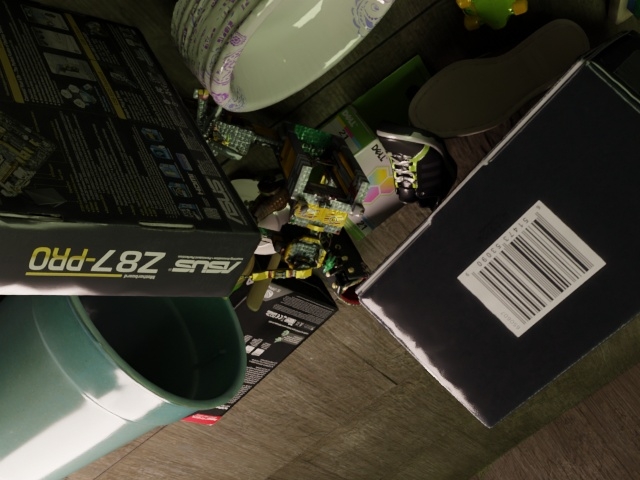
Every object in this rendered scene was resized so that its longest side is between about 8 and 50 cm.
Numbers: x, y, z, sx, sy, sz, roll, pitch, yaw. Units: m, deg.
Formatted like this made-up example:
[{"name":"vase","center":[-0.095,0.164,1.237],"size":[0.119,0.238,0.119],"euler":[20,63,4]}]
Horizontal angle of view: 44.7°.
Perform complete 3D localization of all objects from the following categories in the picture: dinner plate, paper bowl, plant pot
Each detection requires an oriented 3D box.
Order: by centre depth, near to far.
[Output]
[{"name":"paper bowl","center":[-0.045,-0.290,0.879],"size":[0.284,0.148,0.284],"euler":[-38,172,-6]},{"name":"plant pot","center":[-0.342,0.170,1.127],"size":[0.334,0.341,0.341],"euler":[-37,144,20]},{"name":"dinner plate","center":[-0.106,-0.032,1.219],"size":[0.141,0.017,0.141],"euler":[10,126,13]}]

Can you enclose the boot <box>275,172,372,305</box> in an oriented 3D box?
[{"name":"boot","center":[0.002,-0.001,1.273],"size":[0.085,0.179,0.236],"euler":[-39,144,9]}]

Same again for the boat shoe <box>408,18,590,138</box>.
[{"name":"boat shoe","center":[0.272,-0.243,1.232],"size":[0.324,0.117,0.097],"euler":[-30,180,-13]}]

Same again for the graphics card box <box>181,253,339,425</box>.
[{"name":"graphics card box","center":[-0.171,0.188,1.443],"size":[0.371,0.094,0.232],"euler":[-43,142,17]}]

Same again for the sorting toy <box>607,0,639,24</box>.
[{"name":"sorting toy","center":[0.582,-0.450,1.186],"size":[0.255,0.089,0.257],"euler":[-36,160,5]}]

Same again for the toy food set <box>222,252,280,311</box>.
[{"name":"toy food set","center":[-0.162,0.021,1.184],"size":[0.192,0.132,0.038],"euler":[35,139,-11]}]

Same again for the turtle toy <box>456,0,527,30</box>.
[{"name":"turtle toy","center":[0.250,-0.353,1.136],"size":[0.095,0.066,0.130],"euler":[-15,150,17]}]

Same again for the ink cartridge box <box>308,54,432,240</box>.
[{"name":"ink cartridge box","center":[0.104,-0.144,1.251],"size":[0.255,0.097,0.189],"euler":[-37,143,8]}]

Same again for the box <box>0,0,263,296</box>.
[{"name":"box","center":[-0.274,-0.112,0.762],"size":[0.318,0.395,0.097],"euler":[5,129,-40]}]

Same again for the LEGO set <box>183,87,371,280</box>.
[{"name":"LEGO set","center":[-0.090,-0.047,1.052],"size":[0.331,0.192,0.255],"euler":[22,112,-23]}]

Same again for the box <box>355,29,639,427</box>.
[{"name":"box","center":[0.377,-0.041,1.213],"size":[0.480,0.297,0.471],"euler":[-49,174,32]}]

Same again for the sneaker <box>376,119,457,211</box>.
[{"name":"sneaker","center":[0.149,-0.103,1.188],"size":[0.234,0.084,0.097],"euler":[29,81,-55]}]
